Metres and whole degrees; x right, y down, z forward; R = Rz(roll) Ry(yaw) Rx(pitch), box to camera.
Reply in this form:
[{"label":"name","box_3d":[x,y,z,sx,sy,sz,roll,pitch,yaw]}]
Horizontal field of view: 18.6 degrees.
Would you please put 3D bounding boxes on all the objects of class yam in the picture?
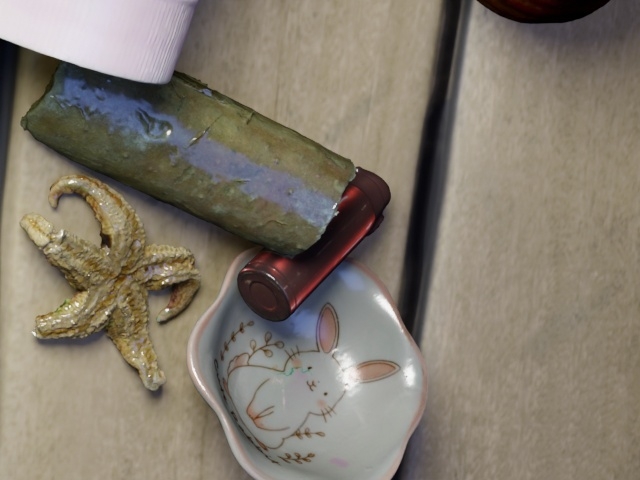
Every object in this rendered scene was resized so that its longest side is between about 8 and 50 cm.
[{"label":"yam","box_3d":[-0.105,-0.075,1.532,0.259,0.106,0.106,27,93,-20]}]

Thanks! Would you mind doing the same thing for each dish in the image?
[{"label":"dish","box_3d":[-0.023,0.119,1.663,0.229,0.081,0.229,11,66,-26]}]

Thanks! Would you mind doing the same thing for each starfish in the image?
[{"label":"starfish","box_3d":[-0.163,0.040,1.572,0.150,0.053,0.209,-29,125,-17]}]

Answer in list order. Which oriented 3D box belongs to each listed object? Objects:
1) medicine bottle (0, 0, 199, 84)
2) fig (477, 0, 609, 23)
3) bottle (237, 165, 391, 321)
[{"label":"medicine bottle","box_3d":[-0.126,-0.314,1.340,0.213,0.213,0.378,13,101,-38]},{"label":"fig","box_3d":[0.126,-0.318,1.570,0.321,0.217,0.217,29,92,-12]},{"label":"bottle","box_3d":[0.000,0.000,1.642,0.164,0.060,0.060,-46,131,-36]}]
